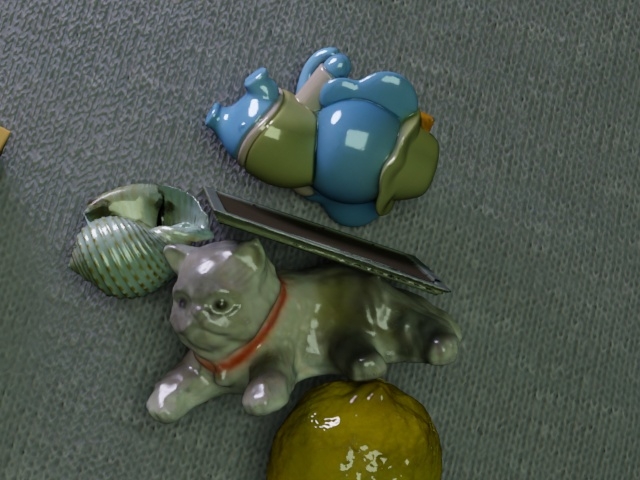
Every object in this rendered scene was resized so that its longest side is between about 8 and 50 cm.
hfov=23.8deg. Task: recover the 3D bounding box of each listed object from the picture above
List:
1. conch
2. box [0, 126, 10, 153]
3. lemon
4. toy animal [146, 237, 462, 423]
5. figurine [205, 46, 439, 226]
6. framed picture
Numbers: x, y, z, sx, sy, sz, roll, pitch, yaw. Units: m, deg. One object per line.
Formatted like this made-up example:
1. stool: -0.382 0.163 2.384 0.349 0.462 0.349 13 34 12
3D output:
1. conch: -0.208 0.003 1.711 0.153 0.102 0.135 -6 54 -27
2. box: -0.456 -0.052 1.640 0.152 0.070 0.237 29 55 -8
3. lemon: 0.037 0.255 1.684 0.192 0.192 0.231 15 114 -10
4. toy animal: -0.014 0.071 1.668 0.308 0.266 0.188 -6 98 31
5. figurine: 0.013 -0.126 1.749 0.262 0.154 0.180 28 90 -12
6. framed picture: 0.000 0.000 1.703 0.273 0.216 0.016 19 96 -9
